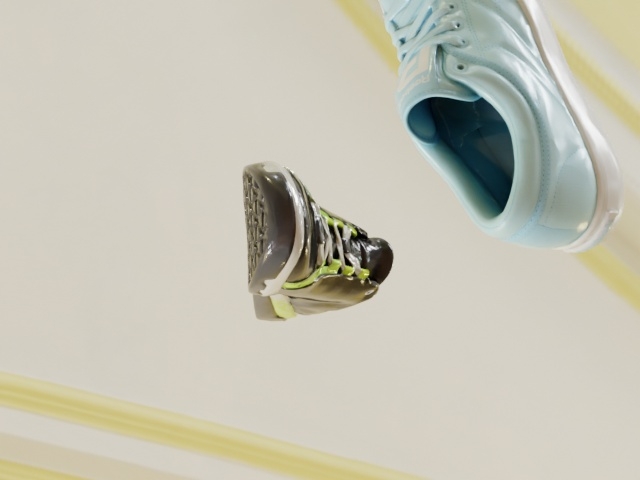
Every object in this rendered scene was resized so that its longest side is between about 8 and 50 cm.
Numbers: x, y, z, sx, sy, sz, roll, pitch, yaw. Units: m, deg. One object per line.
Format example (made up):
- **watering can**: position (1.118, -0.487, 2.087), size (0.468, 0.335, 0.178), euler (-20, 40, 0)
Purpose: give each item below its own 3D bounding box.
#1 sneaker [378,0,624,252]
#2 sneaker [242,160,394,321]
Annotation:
- **sneaker**: position (0.119, -0.150, 1.242), size (0.150, 0.135, 0.366), euler (0, -131, -45)
- **sneaker**: position (0.000, 0.000, 0.962), size (0.097, 0.234, 0.084), euler (-4, -100, -1)
